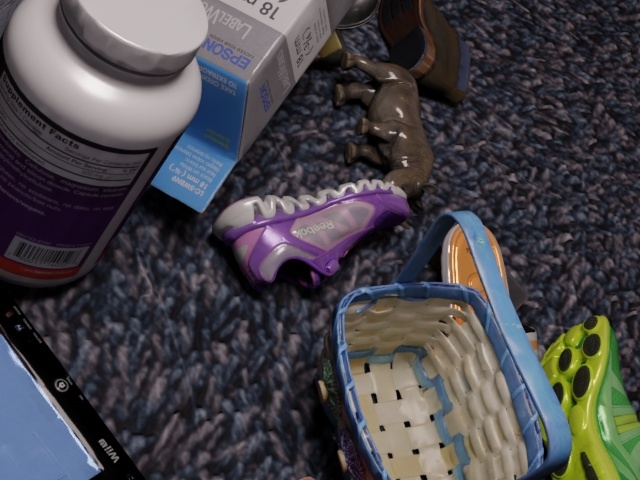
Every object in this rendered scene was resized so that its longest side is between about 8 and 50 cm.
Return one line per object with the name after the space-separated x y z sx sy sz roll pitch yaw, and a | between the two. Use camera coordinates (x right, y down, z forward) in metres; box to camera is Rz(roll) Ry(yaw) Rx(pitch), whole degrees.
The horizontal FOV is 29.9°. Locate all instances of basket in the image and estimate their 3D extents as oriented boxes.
0.118 0.145 1.155 0.201 0.289 0.254 -2 58 -30 | basket

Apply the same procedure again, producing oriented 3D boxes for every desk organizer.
0.181 0.037 1.424 0.130 0.050 0.047 48 63 -1 | desk organizer

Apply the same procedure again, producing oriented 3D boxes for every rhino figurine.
0.087 -0.121 1.470 0.106 0.073 0.243 4 58 -24 | rhino figurine

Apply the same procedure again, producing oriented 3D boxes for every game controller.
-0.286 0.164 1.060 0.166 0.067 0.319 -32 79 -34 | game controller

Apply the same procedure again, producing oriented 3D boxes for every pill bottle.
-0.228 -0.110 1.109 0.181 0.323 0.181 21 44 -21 | pill bottle

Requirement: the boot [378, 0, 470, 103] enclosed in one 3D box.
0.142 -0.278 1.626 0.106 0.082 0.219 33 40 -35 | boot

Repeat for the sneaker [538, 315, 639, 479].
0.315 0.224 1.353 0.123 0.109 0.295 30 47 -33 | sneaker

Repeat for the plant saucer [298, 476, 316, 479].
-0.048 0.375 1.066 0.258 0.048 0.259 -19 70 -37 | plant saucer

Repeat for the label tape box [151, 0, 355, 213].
-0.135 -0.232 1.271 0.241 0.106 0.333 29 73 15 | label tape box

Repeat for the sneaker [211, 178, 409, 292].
0.000 0.000 1.331 0.236 0.095 0.104 -11 71 -29 | sneaker

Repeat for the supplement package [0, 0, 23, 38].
-0.382 -0.306 1.207 0.199 0.262 0.198 36 49 -3 | supplement package

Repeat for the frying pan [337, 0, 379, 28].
-0.042 -0.420 1.625 0.326 0.053 0.197 49 48 5 | frying pan

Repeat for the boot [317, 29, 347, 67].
-0.051 -0.297 1.529 0.137 0.077 0.198 0 60 -44 | boot

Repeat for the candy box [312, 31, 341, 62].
-0.120 -0.329 1.427 0.183 0.087 0.316 -25 68 4 | candy box

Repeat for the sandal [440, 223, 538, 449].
0.189 0.099 1.336 0.102 0.076 0.265 -4 76 -19 | sandal
